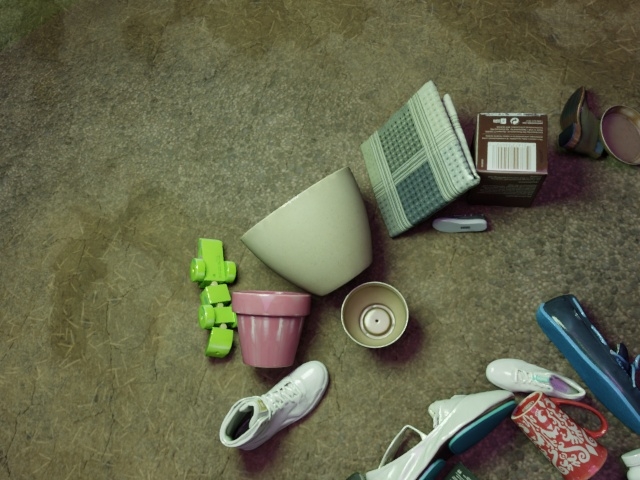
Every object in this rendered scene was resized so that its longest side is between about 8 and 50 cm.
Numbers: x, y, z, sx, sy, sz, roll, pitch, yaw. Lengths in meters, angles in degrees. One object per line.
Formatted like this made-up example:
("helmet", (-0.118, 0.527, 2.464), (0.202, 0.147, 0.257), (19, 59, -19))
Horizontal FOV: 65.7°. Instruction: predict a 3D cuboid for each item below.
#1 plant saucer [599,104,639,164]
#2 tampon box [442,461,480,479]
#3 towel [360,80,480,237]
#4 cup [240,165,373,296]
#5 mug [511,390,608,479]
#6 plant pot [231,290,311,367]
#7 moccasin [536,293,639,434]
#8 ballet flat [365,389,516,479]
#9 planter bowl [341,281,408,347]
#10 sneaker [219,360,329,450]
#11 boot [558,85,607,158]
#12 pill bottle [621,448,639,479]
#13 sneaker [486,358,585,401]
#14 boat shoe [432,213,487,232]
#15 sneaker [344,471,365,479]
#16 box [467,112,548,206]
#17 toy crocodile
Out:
("plant saucer", (0.801, -0.275, 1.310), (0.169, 0.029, 0.168), (3, 77, -14))
("tampon box", (0.304, 0.589, 1.055), (0.120, 0.101, 0.161), (45, 82, -8))
("towel", (0.253, -0.211, 1.320), (0.056, 0.312, 0.324), (3, 62, -37))
("cup", (0.000, 0.000, 1.266), (0.331, 0.331, 0.236), (-35, 92, -3))
("mug", (0.525, 0.413, 1.088), (0.150, 0.113, 0.169), (-37, 75, -27))
("plant pot", (-0.127, 0.221, 1.256), (0.202, 0.201, 0.180), (2, 85, 12))
("moccasin", (0.643, 0.263, 1.115), (0.117, 0.137, 0.341), (-30, 68, -6))
("ballet flat", (0.262, 0.451, 1.133), (0.400, 0.139, 0.139), (-41, 68, -5))
("planter bowl", (0.140, 0.196, 1.248), (0.162, 0.109, 0.161), (-4, 70, 10))
("sneaker", (-0.106, 0.396, 1.191), (0.292, 0.169, 0.108), (-42, 67, -7))
("boot", (0.725, -0.320, 1.361), (0.106, 0.082, 0.219), (26, 67, -7))
("pill bottle", (0.704, 0.519, 1.035), (0.086, 0.086, 0.151), (-22, 67, 2))
("sneaker", (0.497, 0.319, 1.143), (0.213, 0.094, 0.080), (11, 74, 15))
("boat shoe", (0.373, -0.050, 1.332), (0.142, 0.049, 0.040), (2, 52, 10))
("sneaker", (-0.014, 0.614, 1.130), (0.267, 0.101, 0.106), (-40, 66, -6))
("box", (0.476, -0.203, 1.279), (0.169, 0.203, 0.166), (4, 71, 11))
("toy crocodile", (-0.291, 0.149, 1.357), (0.115, 0.105, 0.340), (1, 62, -34))
